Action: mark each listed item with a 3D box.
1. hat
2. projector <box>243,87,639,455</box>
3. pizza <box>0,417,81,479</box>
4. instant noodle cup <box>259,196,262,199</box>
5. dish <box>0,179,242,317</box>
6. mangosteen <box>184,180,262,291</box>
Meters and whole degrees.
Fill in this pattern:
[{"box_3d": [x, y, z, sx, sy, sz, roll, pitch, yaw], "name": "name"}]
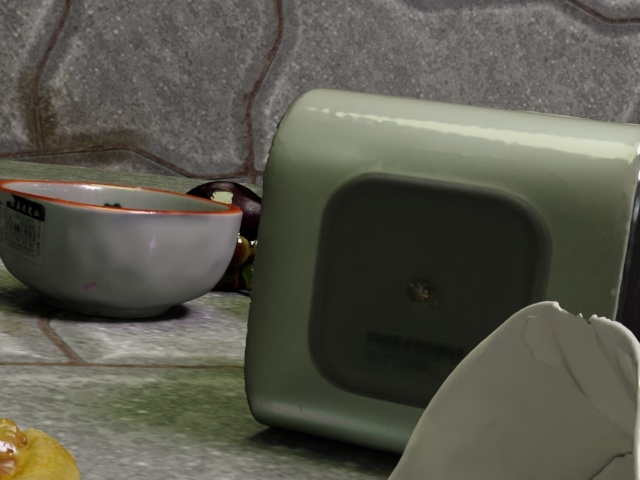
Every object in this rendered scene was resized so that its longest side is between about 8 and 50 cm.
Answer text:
[{"box_3d": [0.103, 0.135, 0.462, 0.126, 0.203, 0.203, 28, 1, -17], "name": "hat"}, {"box_3d": [0.113, 0.026, 0.930, 0.249, 0.248, 0.248, 9, 8, 21], "name": "projector"}, {"box_3d": [-0.223, 0.123, 0.595, 0.197, 0.058, 0.292, 9, 7, 23], "name": "pizza"}, {"box_3d": [0.000, 0.000, 1.707, 0.274, 0.090, 0.274, 7, 6, -1], "name": "instant noodle cup"}, {"box_3d": [-0.213, 0.010, 1.301, 0.256, 0.117, 0.256, 6, 7, -1], "name": "dish"}, {"box_3d": [-0.110, 0.004, 1.506, 0.137, 0.137, 0.151, 0, 44, -46], "name": "mangosteen"}]
